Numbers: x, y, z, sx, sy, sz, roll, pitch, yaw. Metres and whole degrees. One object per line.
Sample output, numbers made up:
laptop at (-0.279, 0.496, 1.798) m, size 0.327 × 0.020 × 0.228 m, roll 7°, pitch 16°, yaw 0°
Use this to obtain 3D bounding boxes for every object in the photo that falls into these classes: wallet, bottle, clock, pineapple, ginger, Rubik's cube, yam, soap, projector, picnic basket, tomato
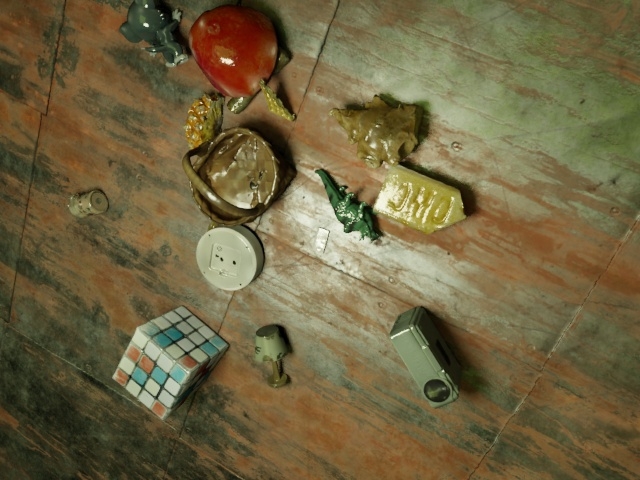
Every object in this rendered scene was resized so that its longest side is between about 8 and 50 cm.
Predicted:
wallet at (0.000, 0.000, 1.520) m, size 0.044 × 0.011 × 0.083 m, roll 20°, pitch 107°, yaw 15°
bottle at (-0.909, -0.137, 1.775) m, size 0.152 × 0.099 × 0.098 m, roll -9°, pitch 98°, yaw 25°
clock at (-0.316, 0.058, 1.600) m, size 0.231 × 0.083 × 0.230 m, roll 6°, pitch 109°, yaw 17°
pineapple at (-0.392, -0.376, 1.516) m, size 0.080 × 0.135 × 0.232 m, roll 18°, pitch 108°, yaw 16°
ginger at (0.154, -0.321, 1.338) m, size 0.270 × 0.123 × 0.218 m, roll 15°, pitch 87°, yaw 23°
Rubik's cube at (-0.541, 0.434, 1.673) m, size 0.259 × 0.256 × 0.253 m, roll 38°, pitch 111°, yaw 8°
yam at (-0.200, -0.504, 1.460) m, size 0.253 × 0.061 × 0.061 m, roll -40°, pitch 86°, yaw 21°
soap at (0.303, -0.111, 1.351) m, size 0.258 × 0.080 × 0.160 m, roll 24°, pitch 109°, yaw 14°
projector at (0.322, 0.342, 1.379) m, size 0.099 × 0.192 × 0.256 m, roll -32°, pitch 89°, yaw 23°
picnic basket at (-0.286, -0.188, 1.420) m, size 0.293 × 0.337 × 0.337 m, roll 47°, pitch 112°, yaw 5°
tomato at (-0.291, -0.585, 1.386) m, size 0.309 × 0.170 × 0.308 m, roll -3°, pitch 84°, yaw 33°

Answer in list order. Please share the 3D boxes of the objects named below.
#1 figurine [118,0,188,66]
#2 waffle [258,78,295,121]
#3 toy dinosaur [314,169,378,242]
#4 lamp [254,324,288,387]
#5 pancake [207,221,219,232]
figurine at (-0.544, -0.669, 1.512) m, size 0.193 × 0.140 × 0.265 m, roll -37°, pitch 72°, yaw 39°
waffle at (-0.132, -0.429, 1.411) m, size 0.098 × 0.152 × 0.023 m, roll 27°, pitch 76°, yaw 16°
toy dinosaur at (0.088, -0.119, 1.430) m, size 0.120 × 0.079 × 0.291 m, roll -30°, pitch 87°, yaw 21°
lamp at (-0.169, 0.410, 1.612) m, size 0.122 × 0.121 × 0.214 m, roll 0°, pitch 110°, yaw 20°
pancake at (-0.357, -0.027, 1.643) m, size 0.115 × 0.011 × 0.114 m, roll 3°, pitch 101°, yaw 18°
